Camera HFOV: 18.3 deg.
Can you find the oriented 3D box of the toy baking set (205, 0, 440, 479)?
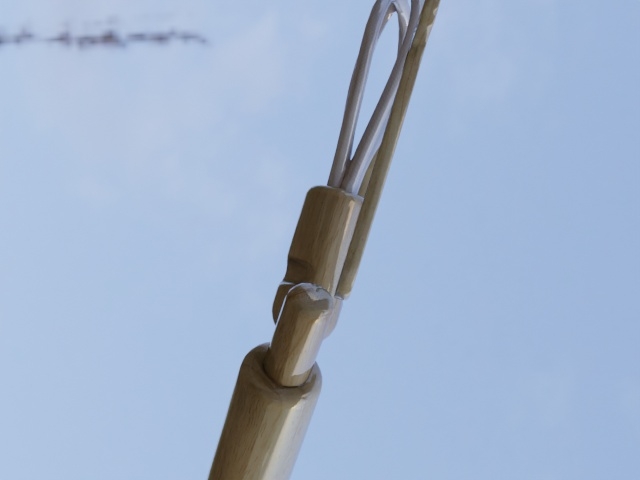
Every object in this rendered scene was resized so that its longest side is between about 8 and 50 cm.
[{"bbox_3d":[-0.002,0.006,0.758,0.030,0.197,0.256,17,-41,-1],"label":"toy baking set"}]
